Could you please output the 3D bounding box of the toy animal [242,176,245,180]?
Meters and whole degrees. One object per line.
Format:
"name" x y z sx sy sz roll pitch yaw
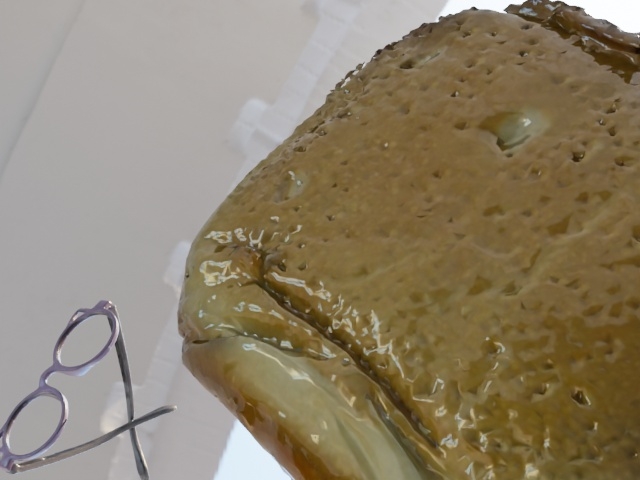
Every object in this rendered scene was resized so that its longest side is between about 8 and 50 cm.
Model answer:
"toy animal" 0.000 0.000 1.097 0.225 0.094 0.121 53 -155 19

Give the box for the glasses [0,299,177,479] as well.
"glasses" -0.162 0.126 0.752 0.104 0.062 0.140 51 -126 -42

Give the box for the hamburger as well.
"hamburger" 0.099 0.027 0.506 0.284 0.304 0.174 -46 -34 -4
